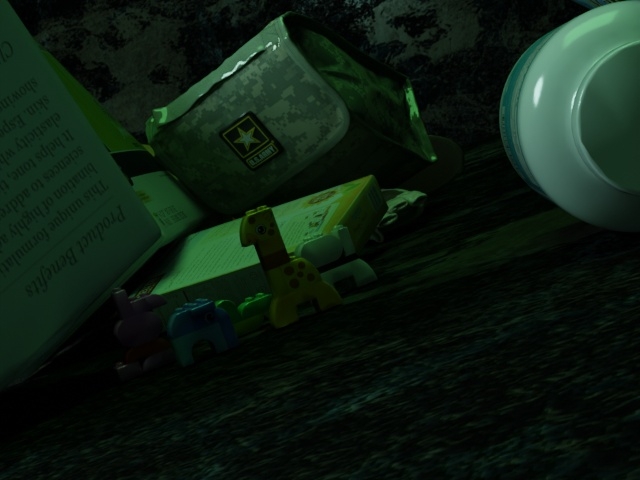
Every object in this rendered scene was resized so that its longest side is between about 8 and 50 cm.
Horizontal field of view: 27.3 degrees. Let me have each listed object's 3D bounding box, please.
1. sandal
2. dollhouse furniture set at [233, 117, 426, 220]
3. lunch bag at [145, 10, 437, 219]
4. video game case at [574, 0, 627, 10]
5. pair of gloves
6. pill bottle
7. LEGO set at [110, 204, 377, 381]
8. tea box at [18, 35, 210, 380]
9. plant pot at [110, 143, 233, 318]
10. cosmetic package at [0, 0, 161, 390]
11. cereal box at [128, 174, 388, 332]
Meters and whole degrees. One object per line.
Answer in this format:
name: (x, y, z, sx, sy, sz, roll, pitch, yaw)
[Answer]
sandal: (0.085, -0.084, 1.874, 0.240, 0.088, 0.079, -27, 12, -21)
dollhouse furniture set: (-0.015, -0.091, 2.015, 0.201, 0.152, 0.374, -31, -17, -32)
lunch bag: (-0.039, -0.134, 1.600, 0.235, 0.169, 0.287, -34, -36, 27)
video game case: (0.300, -0.155, 0.904, 0.061, 0.244, 0.269, -62, 1, 4)
pair of gloves: (0.000, 0.000, 1.486, 0.240, 0.042, 0.204, -27, 11, -19)
pill bottle: (0.200, -0.082, 0.880, 0.146, 0.146, 0.264, -20, 5, 5)
LEGO set: (-0.062, 0.028, 1.038, 0.227, 0.093, 0.087, -21, 4, -17)
tea box: (-0.326, -0.057, 1.459, 0.220, 0.323, 0.329, -44, 1, 6)
plant pot: (-0.230, -0.014, 1.743, 0.187, 0.212, 0.212, -3, 13, 34)
cosmetic package: (-0.414, -0.040, 1.040, 0.327, 0.393, 0.329, -17, 21, 42)
cereal box: (-0.065, 0.016, 1.320, 0.240, 0.047, 0.173, -18, 18, 26)
